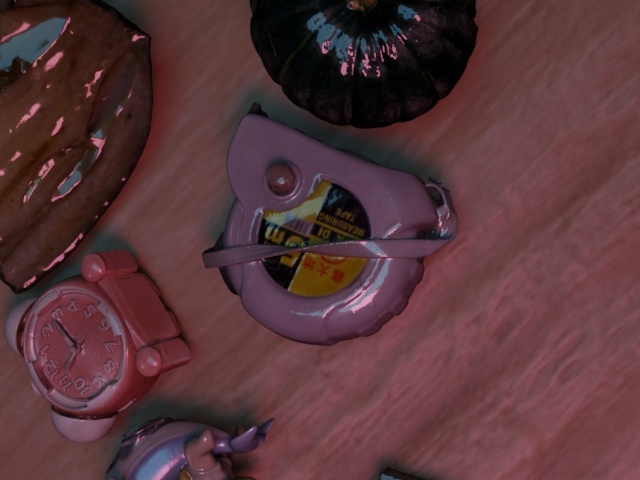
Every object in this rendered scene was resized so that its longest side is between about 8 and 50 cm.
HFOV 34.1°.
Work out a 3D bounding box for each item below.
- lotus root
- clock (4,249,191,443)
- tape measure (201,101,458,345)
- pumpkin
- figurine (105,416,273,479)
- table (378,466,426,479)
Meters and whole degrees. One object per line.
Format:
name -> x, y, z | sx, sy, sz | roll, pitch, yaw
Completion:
lotus root -> -0.305, -0.117, 1.066 | 0.314, 0.210, 0.142 | -54, 41, 10
clock -> -0.231, 0.108, 1.067 | 0.162, 0.093, 0.166 | -36, 79, 18
tape measure -> 0.000, 0.000, 0.996 | 0.236, 0.120, 0.197 | 24, 86, 18
pumpkin -> 0.041, -0.214, 0.981 | 0.221, 0.162, 0.220 | 0, 90, 3
figurine -> -0.125, 0.252, 1.010 | 0.208, 0.128, 0.184 | -41, 81, 3
table -> 0.149, 0.307, 0.947 | 0.240, 0.111, 0.121 | 15, 89, 14
